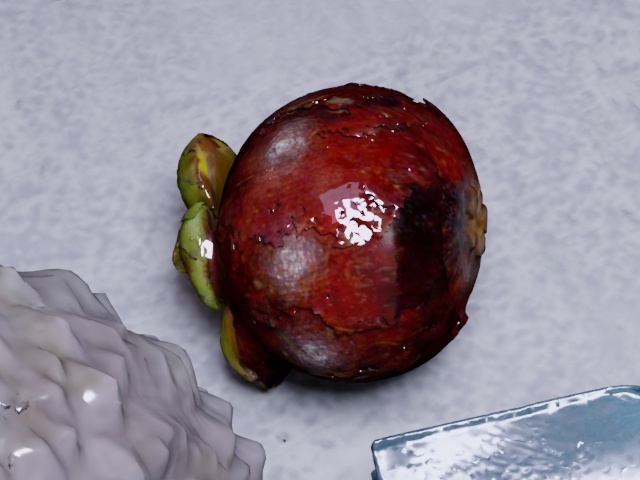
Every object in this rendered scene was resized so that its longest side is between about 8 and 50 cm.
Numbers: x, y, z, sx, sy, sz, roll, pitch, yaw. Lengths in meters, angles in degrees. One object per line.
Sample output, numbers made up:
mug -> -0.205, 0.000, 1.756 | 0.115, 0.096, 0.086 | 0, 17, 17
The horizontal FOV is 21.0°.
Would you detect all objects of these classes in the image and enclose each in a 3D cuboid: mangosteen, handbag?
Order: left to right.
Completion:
mangosteen -> 0.000, 0.000, 0.933 | 0.180, 0.166, 0.166 | -9, 52, 27
handbag -> 0.118, 0.193, 0.829 | 0.179, 0.062, 0.229 | -12, 65, -3

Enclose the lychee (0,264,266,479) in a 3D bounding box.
lychee -> -0.188, 0.183, 0.668 | 0.432, 0.380, 0.380 | -6, 53, 26
